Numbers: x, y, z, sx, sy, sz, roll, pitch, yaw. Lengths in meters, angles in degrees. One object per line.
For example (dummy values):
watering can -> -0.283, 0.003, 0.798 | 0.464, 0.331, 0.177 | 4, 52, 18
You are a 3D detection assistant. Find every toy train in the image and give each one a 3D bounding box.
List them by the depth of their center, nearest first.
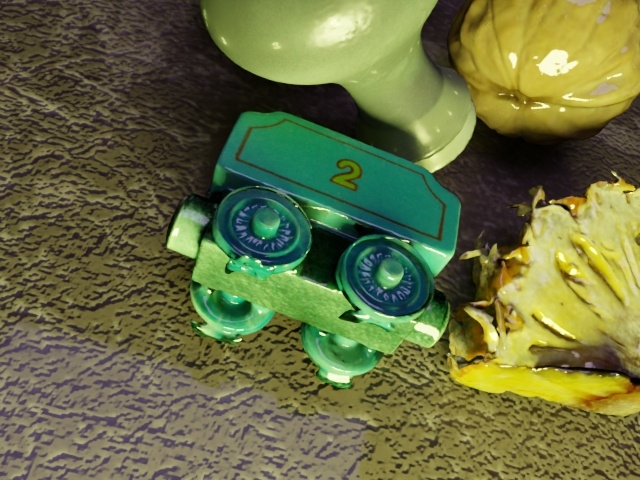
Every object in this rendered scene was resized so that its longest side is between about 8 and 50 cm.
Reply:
toy train -> 0.000, 0.000, 0.477 | 0.203, 0.112, 0.163 | 22, 51, -7

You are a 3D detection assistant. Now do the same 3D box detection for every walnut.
walnut -> 0.225, -0.196, 0.616 | 0.213, 0.213, 0.213 | 8, 58, -13

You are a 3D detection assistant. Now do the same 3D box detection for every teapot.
teapot -> 0.035, -0.156, 0.491 | 0.183, 0.251, 0.184 | -15, 56, 23

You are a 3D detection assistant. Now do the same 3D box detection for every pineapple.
pineapple -> 0.201, 0.055, 0.523 | 0.186, 0.114, 0.236 | 45, 67, 10
